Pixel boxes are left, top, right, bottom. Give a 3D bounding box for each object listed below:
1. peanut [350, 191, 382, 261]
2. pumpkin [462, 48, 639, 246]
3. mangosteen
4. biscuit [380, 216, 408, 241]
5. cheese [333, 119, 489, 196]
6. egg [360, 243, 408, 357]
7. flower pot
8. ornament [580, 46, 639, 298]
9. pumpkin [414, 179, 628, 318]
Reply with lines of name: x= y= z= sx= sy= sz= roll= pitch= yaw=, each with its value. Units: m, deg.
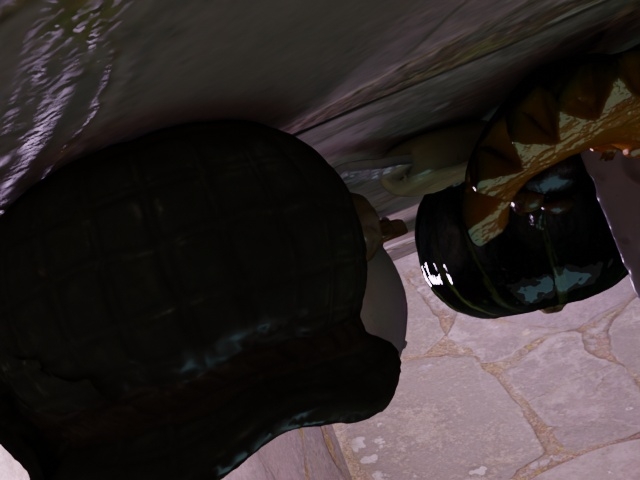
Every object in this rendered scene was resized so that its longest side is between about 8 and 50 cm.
peanut: x=0.000 y=0.000 z=0.948 sx=0.117 sy=0.101 sz=0.263 roll=6 pitch=172 yaw=-8
pumpkin: x=0.212 y=-0.122 z=0.684 sx=0.254 sy=0.149 sz=0.130 roll=-29 pitch=132 yaw=24
mangosteen: x=0.251 y=-0.080 z=0.869 sx=0.140 sy=0.140 sz=0.140 roll=-20 pitch=174 yaw=-2
biscuit: x=0.040 y=0.003 z=1.348 sx=0.301 sy=0.049 sz=0.197 roll=-15 pitch=176 yaw=-44
cheese: x=0.093 y=-0.077 z=0.774 sx=0.127 sy=0.050 sz=0.255 roll=-25 pitch=173 yaw=40
egg: x=0.053 y=0.207 z=1.857 sx=0.354 sy=0.340 sz=0.354 roll=-20 pitch=173 yaw=-3
flower pot: x=-0.106 y=0.059 z=0.550 sx=0.302 sy=0.213 sz=0.302 roll=-21 pitch=174 yaw=-2
ornament: x=0.437 y=-0.103 z=0.787 sx=0.240 sy=0.239 sz=0.240 roll=-15 pitch=172 yaw=-46
pumpkin: x=0.290 y=-0.016 z=1.066 sx=0.323 sy=0.241 sz=0.323 roll=-18 pitch=180 yaw=0
